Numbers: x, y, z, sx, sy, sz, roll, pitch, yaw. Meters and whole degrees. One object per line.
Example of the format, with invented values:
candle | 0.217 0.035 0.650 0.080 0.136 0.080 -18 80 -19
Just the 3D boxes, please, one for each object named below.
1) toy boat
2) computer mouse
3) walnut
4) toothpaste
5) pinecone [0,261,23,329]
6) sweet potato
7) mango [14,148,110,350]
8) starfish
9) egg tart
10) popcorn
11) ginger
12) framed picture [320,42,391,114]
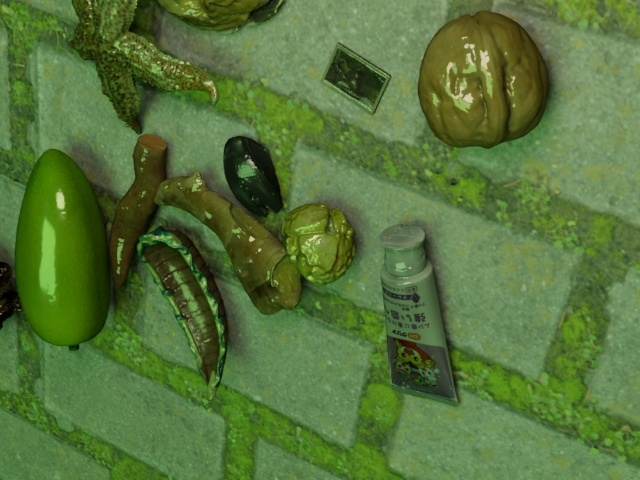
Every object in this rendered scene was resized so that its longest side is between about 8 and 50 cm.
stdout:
toy boat | -0.209 0.112 1.620 0.108 0.099 0.293 -19 96 37
computer mouse | -0.106 -0.092 1.478 0.079 0.047 0.135 -16 107 38
walnut | 0.192 -0.191 1.182 0.166 0.149 0.166 -1 110 -3
toothpaste | 0.135 0.118 1.428 0.114 0.073 0.299 9 126 29
pinecone | -0.698 0.117 1.846 0.257 0.243 0.243 27 130 -15
sweet potato | -0.302 -0.045 1.616 0.067 0.059 0.281 41 129 21
mango | -0.435 0.014 1.663 0.192 0.156 0.343 -144 52 -58
starfish | -0.312 -0.308 1.423 0.358 0.078 0.347 56 151 -12
egg tart | -0.164 -0.383 1.336 0.252 0.098 0.232 24 128 16
popcorn | 0.000 0.000 1.429 0.106 0.116 0.121 -38 46 11
ginger | -0.137 0.001 1.526 0.294 0.086 0.131 41 141 14
framed picture | 0.047 -0.219 1.339 0.089 0.006 0.066 35 127 12
